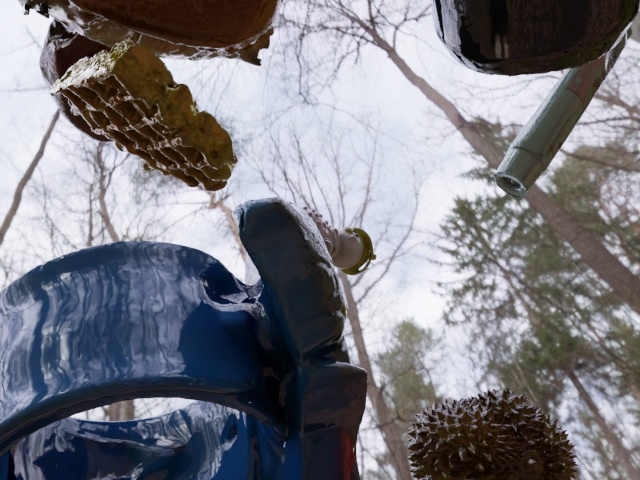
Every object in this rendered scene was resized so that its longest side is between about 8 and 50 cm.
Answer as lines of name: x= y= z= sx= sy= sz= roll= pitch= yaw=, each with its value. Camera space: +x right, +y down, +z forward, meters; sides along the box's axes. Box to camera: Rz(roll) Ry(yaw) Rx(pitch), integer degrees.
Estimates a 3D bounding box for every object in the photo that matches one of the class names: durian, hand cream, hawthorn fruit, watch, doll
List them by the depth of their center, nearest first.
watch: x=-0.115 y=0.106 z=0.483 sx=0.274 sy=0.241 sz=0.305 roll=-6 pitch=-49 yaw=-12
durian: x=0.167 y=0.222 z=0.703 sx=0.158 sy=0.137 sz=0.168 roll=21 pitch=-19 yaw=-24
hand cream: x=0.339 y=-0.201 z=0.918 sx=0.331 sy=0.058 sz=0.085 roll=-54 pitch=-44 yaw=-16
doll: x=0.000 y=0.000 z=0.984 sx=0.207 sy=0.129 sz=0.081 roll=18 pitch=-83 yaw=-31
hawthorn fruit: x=-0.402 y=-0.309 z=1.214 sx=0.208 sy=0.208 sz=0.248 roll=-31 pitch=-66 yaw=9

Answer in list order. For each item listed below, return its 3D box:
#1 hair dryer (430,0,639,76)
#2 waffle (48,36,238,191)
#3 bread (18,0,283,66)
hair dryer: x=0.209 y=-0.209 z=0.295 sx=0.352 sy=0.107 sz=0.189 roll=-18 pitch=-51 yaw=-3
waffle: x=-0.207 y=-0.137 z=0.832 sx=0.219 sy=0.229 sz=0.057 roll=42 pitch=-114 yaw=-33
bread: x=-0.239 y=-0.386 z=0.928 sx=0.389 sy=0.183 sz=0.236 roll=5 pitch=-94 yaw=-29
